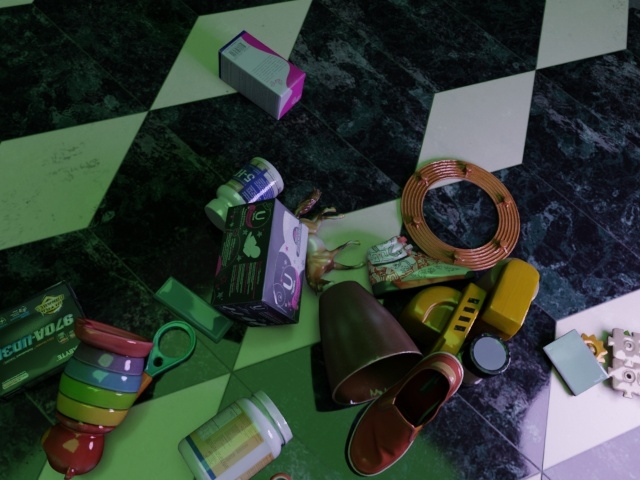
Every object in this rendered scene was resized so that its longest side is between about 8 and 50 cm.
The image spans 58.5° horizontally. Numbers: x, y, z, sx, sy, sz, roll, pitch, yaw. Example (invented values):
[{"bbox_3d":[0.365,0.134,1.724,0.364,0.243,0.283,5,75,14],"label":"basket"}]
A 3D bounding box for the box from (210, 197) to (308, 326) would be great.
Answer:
[{"bbox_3d":[-0.129,0.055,1.307,0.142,0.163,0.248,-8,61,28],"label":"box"}]

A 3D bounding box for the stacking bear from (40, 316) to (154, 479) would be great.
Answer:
[{"bbox_3d":[-0.460,0.321,1.145,0.164,0.175,0.289,22,81,-21],"label":"stacking bear"}]

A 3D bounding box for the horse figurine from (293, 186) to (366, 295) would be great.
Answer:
[{"bbox_3d":[0.000,0.000,1.430,0.174,0.066,0.263,-20,72,-23],"label":"horse figurine"}]

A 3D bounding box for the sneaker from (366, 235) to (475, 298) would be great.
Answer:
[{"bbox_3d":[0.248,0.053,1.430,0.269,0.090,0.145,-8,70,-10],"label":"sneaker"}]

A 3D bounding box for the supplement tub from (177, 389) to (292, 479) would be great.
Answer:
[{"bbox_3d":[-0.172,0.415,1.168,0.199,0.144,0.144,-33,74,-21],"label":"supplement tub"}]

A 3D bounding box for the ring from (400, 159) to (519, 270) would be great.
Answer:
[{"bbox_3d":[0.383,-0.079,1.546,0.336,0.032,0.337,3,66,-7],"label":"ring"}]

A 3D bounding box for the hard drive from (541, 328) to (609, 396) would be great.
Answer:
[{"bbox_3d":[0.623,0.299,1.400,0.094,0.022,0.135,-31,73,2],"label":"hard drive"}]

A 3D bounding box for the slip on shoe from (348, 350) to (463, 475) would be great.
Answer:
[{"bbox_3d":[0.168,0.368,1.199,0.123,0.101,0.331,44,105,15],"label":"slip on shoe"}]

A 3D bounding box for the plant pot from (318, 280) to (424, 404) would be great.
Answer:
[{"bbox_3d":[0.084,0.213,1.286,0.215,0.215,0.231,-15,55,-15],"label":"plant pot"}]

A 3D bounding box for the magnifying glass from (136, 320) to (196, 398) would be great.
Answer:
[{"bbox_3d":[-0.366,0.278,1.266,0.092,0.026,0.231,34,66,7],"label":"magnifying glass"}]

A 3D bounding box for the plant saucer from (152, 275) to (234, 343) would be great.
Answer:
[{"bbox_3d":[-0.297,0.159,1.336,0.192,0.018,0.067,35,65,6],"label":"plant saucer"}]

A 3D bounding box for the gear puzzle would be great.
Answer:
[{"bbox_3d":[0.790,0.316,1.429,0.338,0.044,0.176,13,66,0],"label":"gear puzzle"}]

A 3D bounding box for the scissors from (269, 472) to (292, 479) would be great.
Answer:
[{"bbox_3d":[-0.142,0.603,1.155,0.297,0.021,0.109,-40,79,-24],"label":"scissors"}]

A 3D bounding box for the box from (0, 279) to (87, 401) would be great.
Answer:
[{"bbox_3d":[-0.617,0.213,1.240,0.220,0.051,0.175,-28,73,-20],"label":"box"}]

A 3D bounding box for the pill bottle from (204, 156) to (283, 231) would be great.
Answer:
[{"bbox_3d":[-0.192,-0.111,1.422,0.112,0.112,0.187,40,66,10],"label":"pill bottle"}]

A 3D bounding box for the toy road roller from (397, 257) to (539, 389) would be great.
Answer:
[{"bbox_3d":[0.331,0.165,1.330,0.240,0.202,0.330,31,66,6],"label":"toy road roller"}]

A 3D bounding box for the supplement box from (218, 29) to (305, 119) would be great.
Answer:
[{"bbox_3d":[-0.164,-0.458,1.585,0.220,0.114,0.111,37,65,10],"label":"supplement box"}]
